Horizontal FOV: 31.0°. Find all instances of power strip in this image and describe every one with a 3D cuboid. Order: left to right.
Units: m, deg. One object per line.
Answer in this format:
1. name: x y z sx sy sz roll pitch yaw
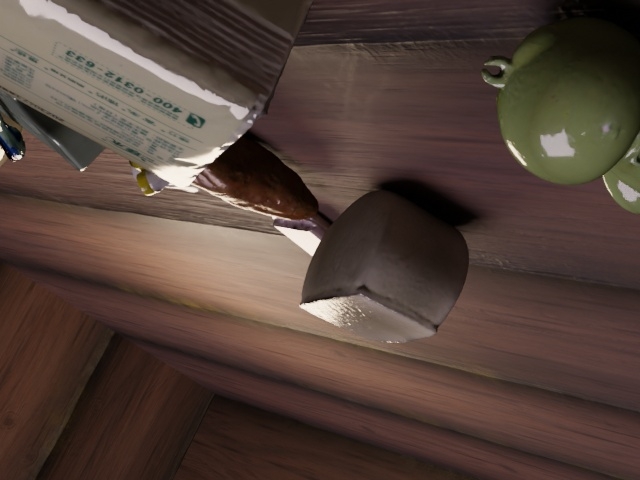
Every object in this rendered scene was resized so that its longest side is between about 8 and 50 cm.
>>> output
1. power strip: -0.361 -0.217 1.511 0.261 0.141 0.229 34 168 27

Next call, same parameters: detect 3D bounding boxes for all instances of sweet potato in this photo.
1. sweet potato: -0.108 -0.093 1.524 0.252 0.097 0.097 27 165 -18

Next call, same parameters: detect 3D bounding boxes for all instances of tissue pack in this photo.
1. tissue pack: -0.214 -0.232 1.026 0.380 0.207 0.297 30 162 -14

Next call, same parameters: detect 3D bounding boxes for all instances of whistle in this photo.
1. whistle: 0.263 -0.096 0.931 0.294 0.141 0.141 13 169 -21

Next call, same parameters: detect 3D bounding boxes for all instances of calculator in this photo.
1. calculator: 0.000 0.000 1.747 0.100 0.032 0.175 9 157 47

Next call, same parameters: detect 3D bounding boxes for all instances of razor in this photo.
1. razor: -0.452 -0.175 1.527 0.056 0.093 0.324 3 162 12

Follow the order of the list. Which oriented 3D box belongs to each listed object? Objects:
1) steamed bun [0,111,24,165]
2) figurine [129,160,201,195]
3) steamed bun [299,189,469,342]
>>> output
1. steamed bun: -0.642 -0.206 1.726 0.374 0.241 0.374 27 163 9
2. figurine: -0.207 -0.103 1.656 0.130 0.109 0.178 5 169 -7
3. steamed bun: 0.086 0.032 1.476 0.146 0.164 0.242 29 163 -15
